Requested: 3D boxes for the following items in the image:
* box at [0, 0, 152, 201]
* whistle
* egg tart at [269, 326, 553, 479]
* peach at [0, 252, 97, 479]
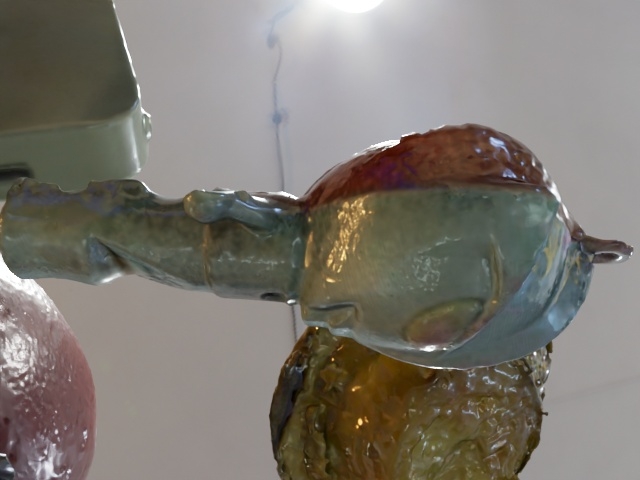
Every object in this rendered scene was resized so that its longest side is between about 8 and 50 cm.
[{"bbox_3d":[-0.361,-0.160,0.633,0.372,0.367,0.091,-8,-43,-18],"label":"box"},{"bbox_3d":[0.000,-0.001,0.399,0.345,0.142,0.134,4,-86,3],"label":"whistle"},{"bbox_3d":[0.100,0.152,0.619,0.294,0.116,0.295,-9,-67,-22],"label":"egg tart"},{"bbox_3d":[-0.397,0.157,0.622,0.338,0.416,0.353,-15,-107,-2],"label":"peach"}]
